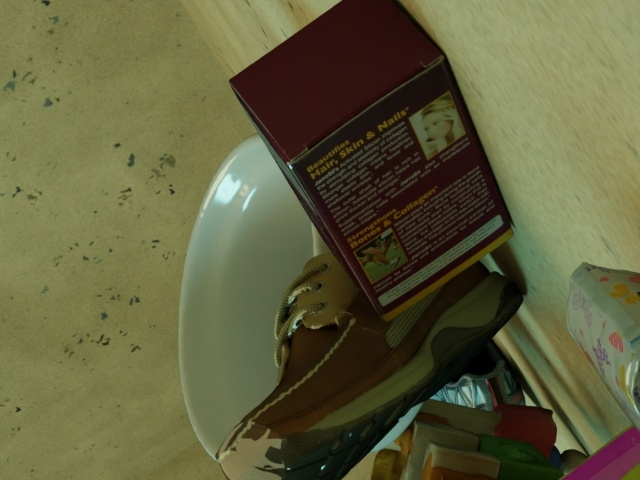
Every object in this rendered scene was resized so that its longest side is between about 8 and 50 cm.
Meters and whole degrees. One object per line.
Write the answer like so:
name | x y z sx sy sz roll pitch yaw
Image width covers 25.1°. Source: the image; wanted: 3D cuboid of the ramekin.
ramekin | -0.008 0.054 1.214 0.135 0.277 0.277 7 -154 -27

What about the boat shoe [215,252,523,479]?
boat shoe | 0.020 0.073 0.975 0.120 0.122 0.324 46 -149 10

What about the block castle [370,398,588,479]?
block castle | 0.151 0.306 1.144 0.212 0.303 0.453 13 -177 -7

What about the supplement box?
supplement box | 0.035 -0.047 0.858 0.081 0.104 0.188 53 177 37

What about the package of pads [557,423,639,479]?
package of pads | 0.166 0.251 0.769 0.296 0.229 0.101 58 174 -37

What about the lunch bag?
lunch bag | 0.142 0.050 0.599 0.083 0.053 0.071 46 -174 -28

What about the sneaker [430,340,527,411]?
sneaker | 0.146 0.120 1.528 0.262 0.104 0.125 42 153 58
